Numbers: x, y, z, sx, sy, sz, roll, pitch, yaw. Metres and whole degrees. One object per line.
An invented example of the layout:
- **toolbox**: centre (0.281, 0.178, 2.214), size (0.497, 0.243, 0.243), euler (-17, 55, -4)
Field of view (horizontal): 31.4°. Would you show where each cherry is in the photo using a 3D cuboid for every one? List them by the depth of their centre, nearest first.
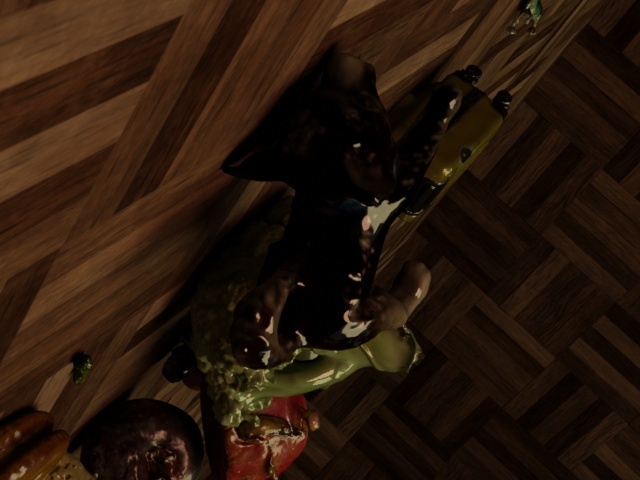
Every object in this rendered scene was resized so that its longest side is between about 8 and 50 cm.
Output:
- **cherry**: centre (-0.279, 0.333, 1.741), size (0.195, 0.195, 0.195), euler (-46, 173, -8)

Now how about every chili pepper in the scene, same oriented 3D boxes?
- **chili pepper**: centre (-0.278, 0.147, 1.331), size (0.027, 0.022, 0.083), euler (-45, 177, -26)

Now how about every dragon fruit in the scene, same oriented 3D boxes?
- **dragon fruit**: centre (-0.097, 0.247, 1.696), size (0.147, 0.282, 0.211), euler (-4, 179, -16)

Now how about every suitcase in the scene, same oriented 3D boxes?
- **suitcase**: centre (0.179, -0.161, 1.857), size (0.235, 0.143, 0.194), euler (-44, 173, -33)

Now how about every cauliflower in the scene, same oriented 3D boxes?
- **cauliflower**: centre (-0.045, 0.110, 1.557), size (0.327, 0.281, 0.260), euler (-63, -155, -1)

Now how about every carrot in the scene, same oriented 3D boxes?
- **carrot**: centre (-0.190, 0.234, 1.943), size (0.061, 0.061, 0.257), euler (-45, -169, -15)

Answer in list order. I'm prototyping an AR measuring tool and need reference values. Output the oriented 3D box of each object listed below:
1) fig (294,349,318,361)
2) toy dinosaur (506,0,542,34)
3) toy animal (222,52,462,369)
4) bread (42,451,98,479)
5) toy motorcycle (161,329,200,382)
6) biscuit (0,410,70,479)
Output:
- **fig**: centre (-0.053, 0.211, 2.435), size (0.181, 0.191, 0.181), euler (-11, 168, -2)
- **toy dinosaur**: centre (0.391, -0.431, 2.074), size (0.187, 0.044, 0.106), euler (-38, 153, -47)
- **toy animal**: centre (0.009, -0.031, 1.235), size (0.303, 0.194, 0.344), euler (-20, 120, -58)
- **bread**: centre (-0.379, 0.460, 1.574), size (0.279, 0.248, 0.315), euler (-43, 176, -17)
- **toy motorcycle**: centre (-0.139, 0.147, 1.833), size (0.270, 0.106, 0.159), euler (-15, 145, -55)
- **biscuit**: centre (-0.379, 0.285, 1.304), size (0.220, 0.066, 0.220), euler (-46, 173, -7)
